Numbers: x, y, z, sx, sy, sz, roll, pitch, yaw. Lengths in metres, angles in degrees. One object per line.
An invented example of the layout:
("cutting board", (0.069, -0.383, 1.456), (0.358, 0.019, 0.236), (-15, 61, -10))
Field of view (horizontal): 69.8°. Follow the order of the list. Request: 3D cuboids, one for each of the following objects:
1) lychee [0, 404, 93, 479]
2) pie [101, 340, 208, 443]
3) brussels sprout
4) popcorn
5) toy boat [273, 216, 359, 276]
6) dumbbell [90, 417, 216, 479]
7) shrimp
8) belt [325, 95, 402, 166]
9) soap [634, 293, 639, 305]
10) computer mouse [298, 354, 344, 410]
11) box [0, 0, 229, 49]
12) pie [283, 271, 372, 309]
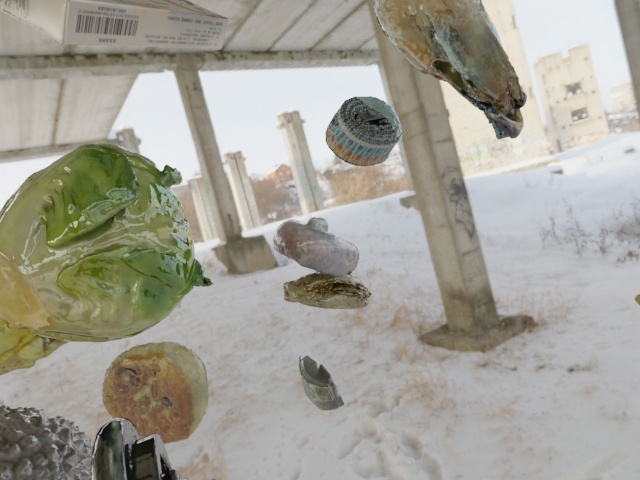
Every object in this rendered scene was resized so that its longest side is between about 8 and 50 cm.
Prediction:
("lychee", (-0.427, 0.366, 0.580), (0.300, 0.300, 0.300), (-15, 3, 1))
("pie", (-0.464, 0.428, 1.289), (0.315, 0.315, 0.092), (-15, 12, 4))
("brussels sprout", (-0.296, 0.005, 0.643), (0.227, 0.259, 0.294), (-14, 19, 41))
("popcorn", (-0.701, 0.192, 1.034), (0.252, 0.215, 0.286), (-33, -11, 20))
("toy boat", (0.000, 0.000, 0.834), (0.155, 0.085, 0.227), (25, 5, 14))
("dumbbell", (-0.230, 0.273, 0.394), (0.290, 0.192, 0.192), (-15, 3, -18))
("shrimp", (0.270, -0.373, 0.928), (0.110, 0.446, 0.221), (-53, 19, -21))
("belt", (0.143, -0.356, 1.489), (0.258, 0.207, 0.150), (-19, -17, -37))
("soap", (0.641, 0.145, 0.635), (0.199, 0.315, 0.091), (-21, -36, -18))
("computer mouse", (-0.015, 0.386, 1.219), (0.071, 0.126, 0.231), (-30, 13, -18))
("box", (-0.331, -0.372, 0.721), (0.214, 0.069, 0.353), (29, 27, 11))
("pie", (0.011, 0.108, 0.968), (0.163, 0.078, 0.194), (-10, -14, 42))
